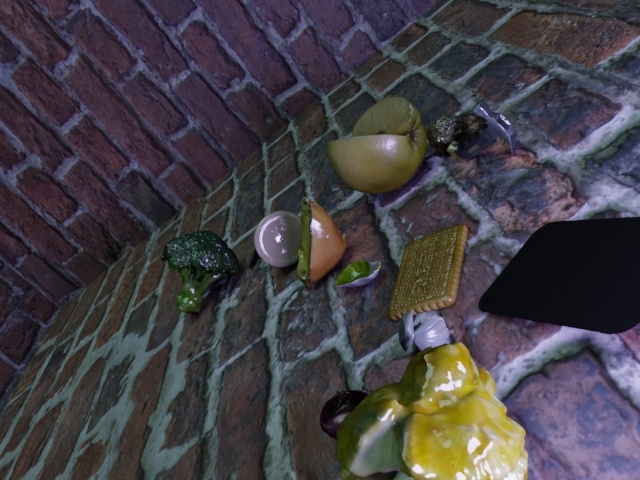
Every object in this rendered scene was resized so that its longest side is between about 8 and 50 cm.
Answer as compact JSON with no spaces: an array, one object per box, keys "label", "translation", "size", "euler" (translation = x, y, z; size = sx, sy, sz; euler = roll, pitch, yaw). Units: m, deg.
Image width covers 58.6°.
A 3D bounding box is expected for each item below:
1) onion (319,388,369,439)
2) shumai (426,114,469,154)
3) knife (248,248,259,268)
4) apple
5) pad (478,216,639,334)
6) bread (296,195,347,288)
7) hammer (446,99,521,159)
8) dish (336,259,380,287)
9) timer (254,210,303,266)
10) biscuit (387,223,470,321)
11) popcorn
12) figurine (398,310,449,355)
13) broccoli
[{"label":"onion","translation":[0.052,0.318,1.054],"size":[0.115,0.105,0.115],"euler":[-20,21,8]},{"label":"shumai","translation":[0.373,-0.299,1.654],"size":[0.123,0.099,0.087],"euler":[-30,42,29]},{"label":"knife","translation":[-0.228,0.054,2.032],"size":[0.018,0.031,0.121],"euler":[-16,39,45]},{"label":"apple","translation":[0.183,-0.264,1.696],"size":[0.257,0.233,0.295],"euler":[-3,35,41]},{"label":"pad","translation":[0.475,0.042,0.982],"size":[0.315,0.063,0.375],"euler":[-48,14,-12]},{"label":"bread","translation":[0.007,0.006,1.633],"size":[0.132,0.252,0.174],"euler":[-1,15,-16]},{"label":"hammer","translation":[0.416,-0.263,1.491],"size":[0.041,0.158,0.226],"euler":[-49,5,-20]},{"label":"dish","translation":[0.105,0.092,1.440],"size":[0.137,0.039,0.091],"euler":[-14,31,46]},{"label":"timer","translation":[-0.138,-0.007,1.887],"size":[0.175,0.175,0.266],"euler":[-44,7,-6]},{"label":"biscuit","translation":[0.244,0.065,1.287],"size":[0.172,0.029,0.255],"euler":[-23,29,37]},{"label":"popcorn","translation":[0.152,0.284,0.810],"size":[0.276,0.226,0.276],"euler":[-4,37,3]},{"label":"figurine","translation":[0.199,0.184,1.100],"size":[0.082,0.086,0.095],"euler":[-135,51,-81]},{"label":"broccoli","translation":[-0.443,0.106,2.039],"size":[0.297,0.297,0.298],"euler":[11,82,61]}]
